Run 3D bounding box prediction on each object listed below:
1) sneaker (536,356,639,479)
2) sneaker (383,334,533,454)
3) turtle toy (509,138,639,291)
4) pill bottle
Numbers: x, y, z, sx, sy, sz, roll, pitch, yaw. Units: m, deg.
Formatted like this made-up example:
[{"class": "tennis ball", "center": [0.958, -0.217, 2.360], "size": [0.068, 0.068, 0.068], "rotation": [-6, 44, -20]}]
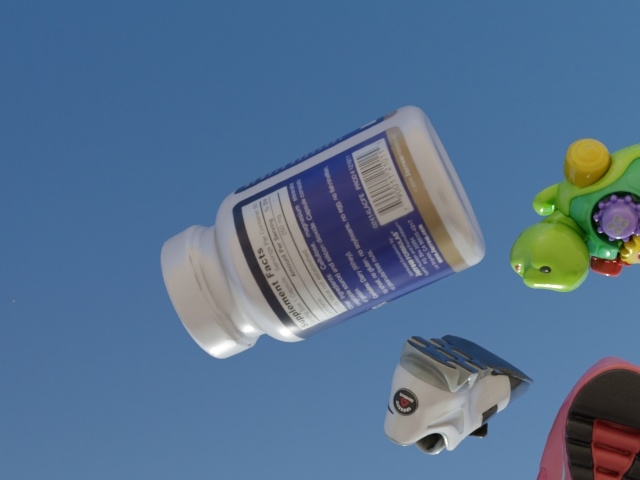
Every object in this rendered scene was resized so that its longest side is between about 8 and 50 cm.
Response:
[{"class": "sneaker", "center": [0.268, 0.262, 0.893], "size": [0.116, 0.136, 0.313], "rotation": [18, -80, 10]}, {"class": "sneaker", "center": [0.178, 0.214, 1.215], "size": [0.331, 0.122, 0.146], "rotation": [13, -77, -54]}, {"class": "turtle toy", "center": [0.169, -0.013, 0.521], "size": [0.130, 0.095, 0.066], "rotation": [-20, -121, -2]}, {"class": "pill bottle", "center": [0.000, 0.000, 0.805], "size": [0.265, 0.153, 0.153], "rotation": [-25, -85, 13]}]
